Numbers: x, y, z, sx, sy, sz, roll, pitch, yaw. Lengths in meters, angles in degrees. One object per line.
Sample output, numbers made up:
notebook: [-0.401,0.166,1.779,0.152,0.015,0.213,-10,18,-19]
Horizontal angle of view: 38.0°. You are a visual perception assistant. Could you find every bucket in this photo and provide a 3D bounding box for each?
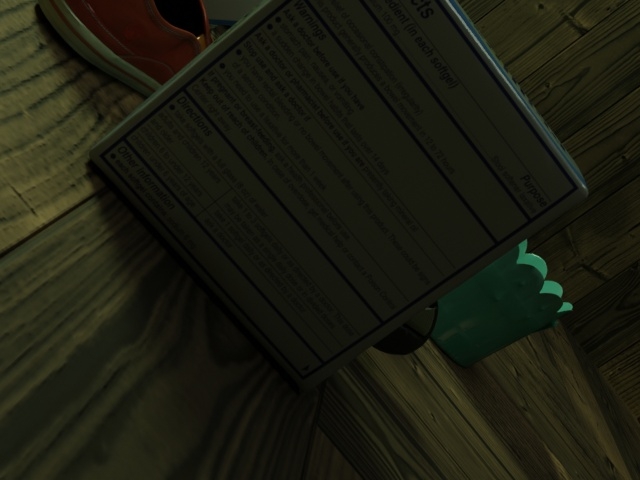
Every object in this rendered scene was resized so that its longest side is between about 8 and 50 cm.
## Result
bucket: [0.228,0.044,1.410,0.281,0.183,0.281,50,14,-17]

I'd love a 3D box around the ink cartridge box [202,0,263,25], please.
ink cartridge box: [-0.158,-0.384,1.093,0.171,0.168,0.233,-2,42,-21]

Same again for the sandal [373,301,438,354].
sandal: [0.000,0.002,0.959,0.303,0.120,0.086,51,-14,-16]

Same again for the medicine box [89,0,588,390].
medicine box: [0.016,-0.074,0.761,0.263,0.289,0.149,50,14,-15]

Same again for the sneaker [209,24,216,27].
sneaker: [-0.165,-0.385,1.362,0.169,0.108,0.292,55,23,-1]

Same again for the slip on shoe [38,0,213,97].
slip on shoe: [-0.149,-0.205,0.948,0.123,0.101,0.331,55,12,16]
